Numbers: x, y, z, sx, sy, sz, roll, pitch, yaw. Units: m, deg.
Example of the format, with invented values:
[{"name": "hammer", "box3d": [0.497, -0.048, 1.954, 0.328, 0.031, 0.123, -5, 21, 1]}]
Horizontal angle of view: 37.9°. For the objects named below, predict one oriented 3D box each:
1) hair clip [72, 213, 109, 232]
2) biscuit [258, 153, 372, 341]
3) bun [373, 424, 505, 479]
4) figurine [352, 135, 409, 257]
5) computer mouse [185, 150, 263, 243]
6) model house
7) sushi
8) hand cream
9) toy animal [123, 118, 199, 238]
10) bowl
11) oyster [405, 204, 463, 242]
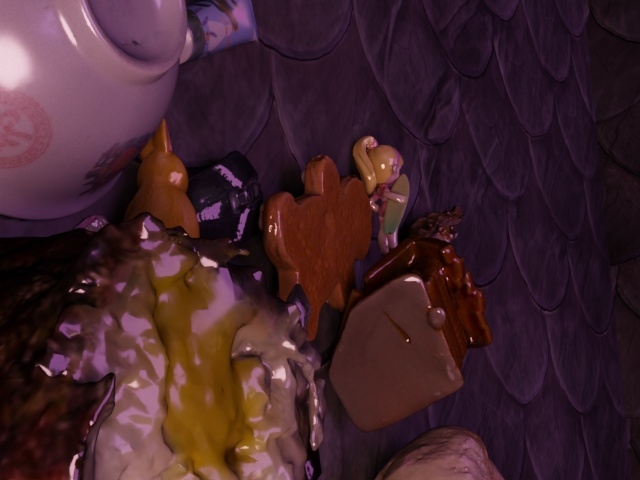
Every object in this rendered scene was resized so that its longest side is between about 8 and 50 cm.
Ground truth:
[{"name": "hair clip", "box3d": [-0.227, 0.026, 0.870, 0.137, 0.022, 0.054, -67, 139, -57]}, {"name": "biscuit", "box3d": [0.000, 0.000, 1.234, 0.340, 0.047, 0.216, -48, 132, -62]}, {"name": "bun", "box3d": [0.170, 0.437, 1.249, 0.365, 0.219, 0.365, -20, 90, -74]}, {"name": "figurine", "box3d": [0.093, -0.068, 1.405, 0.083, 0.083, 0.187, 18, 65, -57]}, {"name": "computer mouse", "box3d": [-0.110, -0.044, 1.057, 0.192, 0.062, 0.106, -30, 108, -57]}, {"name": "model house", "box3d": [0.121, 0.110, 1.269, 0.199, 0.219, 0.229, 62, 27, -12]}, {"name": "sushi", "box3d": [-0.172, 0.137, 0.666, 0.299, 0.294, 0.281, 39, 50, -50]}, {"name": "hand cream", "box3d": [-0.132, -0.257, 1.102, 0.256, 0.055, 0.088, -50, 129, -61]}, {"name": "toy animal", "box3d": [-0.158, -0.052, 0.951, 0.070, 0.083, 0.159, 54, 29, -60]}, {"name": "bowl", "box3d": [-0.221, -0.198, 0.818, 0.345, 0.157, 0.346, 27, 58, -55]}, {"name": "oyster", "box3d": [0.171, 0.028, 1.522, 0.345, 0.078, 0.129, -53, 147, -54]}]
